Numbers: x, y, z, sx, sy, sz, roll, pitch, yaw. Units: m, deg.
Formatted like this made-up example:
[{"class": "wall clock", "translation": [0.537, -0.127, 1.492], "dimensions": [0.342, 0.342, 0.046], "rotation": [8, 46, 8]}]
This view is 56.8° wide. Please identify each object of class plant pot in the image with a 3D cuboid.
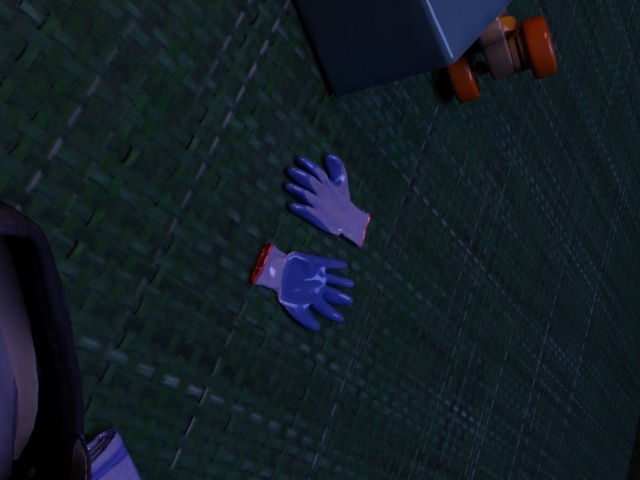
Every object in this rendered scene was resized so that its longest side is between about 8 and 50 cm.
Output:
[{"class": "plant pot", "translation": [0.064, -0.311, 0.633], "dimensions": [0.165, 0.166, 0.234], "rotation": [-48, 120, -34]}]

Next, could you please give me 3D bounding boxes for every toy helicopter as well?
[{"class": "toy helicopter", "translation": [0.199, -0.368, 0.782], "dimensions": [0.355, 0.140, 0.234], "rotation": [40, 41, -54]}]

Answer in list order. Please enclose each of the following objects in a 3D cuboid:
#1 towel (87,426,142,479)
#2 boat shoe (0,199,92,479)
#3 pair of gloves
[{"class": "towel", "translation": [-0.218, 0.303, 0.429], "dimensions": [0.285, 0.034, 0.209], "rotation": [-40, 122, -49]}, {"class": "boat shoe", "translation": [-0.184, 0.134, 0.332], "dimensions": [0.127, 0.113, 0.339], "rotation": [-9, 103, -63]}, {"class": "pair of gloves", "translation": [0.000, 0.000, 0.684], "dimensions": [0.159, 0.023, 0.198], "rotation": [34, 69, -44]}]
